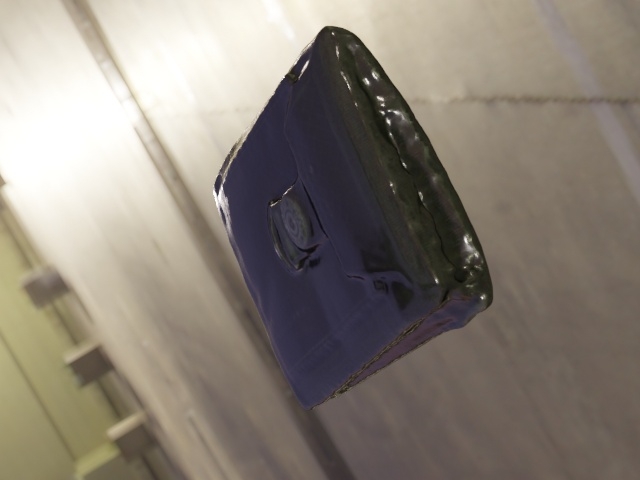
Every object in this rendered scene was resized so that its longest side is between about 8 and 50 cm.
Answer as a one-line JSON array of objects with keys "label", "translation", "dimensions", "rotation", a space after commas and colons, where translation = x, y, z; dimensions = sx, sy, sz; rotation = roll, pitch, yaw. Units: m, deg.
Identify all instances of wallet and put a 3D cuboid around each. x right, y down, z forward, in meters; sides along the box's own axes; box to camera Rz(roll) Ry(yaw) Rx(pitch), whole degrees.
[{"label": "wallet", "translation": [0.000, 0.000, 0.895], "dimensions": [0.169, 0.052, 0.245], "rotation": [63, 154, 9]}]
